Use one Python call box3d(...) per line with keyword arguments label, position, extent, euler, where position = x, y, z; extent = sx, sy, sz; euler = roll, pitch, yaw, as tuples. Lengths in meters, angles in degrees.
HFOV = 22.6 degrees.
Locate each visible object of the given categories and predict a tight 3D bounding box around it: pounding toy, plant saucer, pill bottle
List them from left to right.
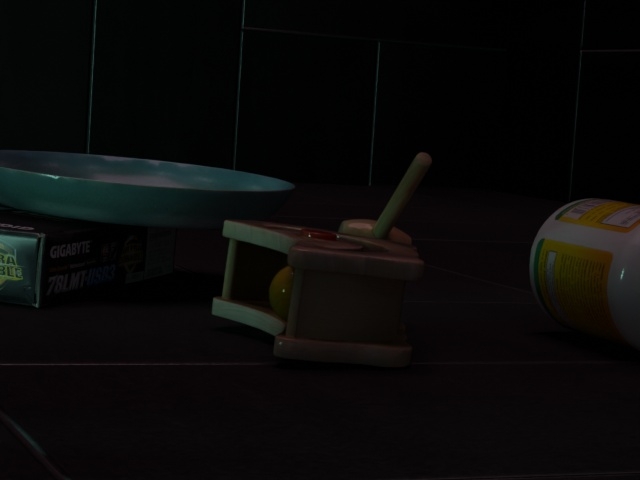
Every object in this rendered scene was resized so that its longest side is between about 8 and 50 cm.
box3d(label="plant saucer", position=(-0.184, -0.049, 1.525), extent=(0.317, 0.044, 0.317), euler=(7, 7, -1))
box3d(label="pounding toy", position=(0.000, 0.000, 1.225), extent=(0.154, 0.155, 0.269), euler=(8, 5, -1))
box3d(label="pill bottle", position=(0.264, 0.031, 1.291), extent=(0.117, 0.118, 0.208), euler=(2, 5, -20))

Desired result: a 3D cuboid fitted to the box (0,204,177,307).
box3d(label="box", position=(-0.322, 0.000, 1.488), extent=(0.295, 0.073, 0.293), euler=(6, 4, 18))
